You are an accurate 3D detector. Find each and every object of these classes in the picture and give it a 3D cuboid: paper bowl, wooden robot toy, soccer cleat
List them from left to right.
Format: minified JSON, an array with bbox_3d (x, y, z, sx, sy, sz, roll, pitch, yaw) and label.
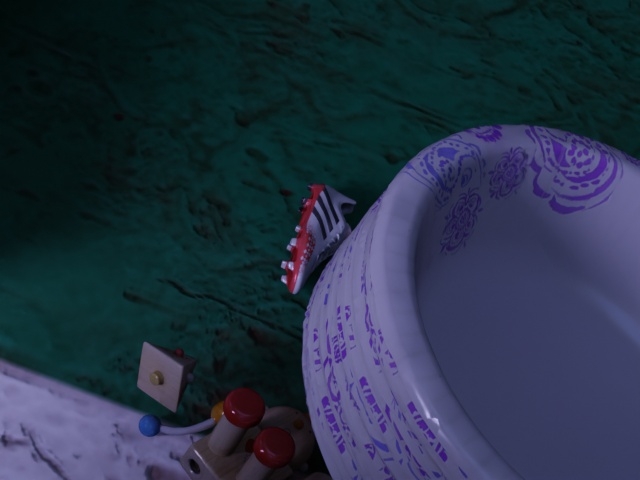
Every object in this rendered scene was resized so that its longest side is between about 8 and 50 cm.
[{"bbox_3d":[-0.021,0.113,0.797,0.079,0.076,0.173,-25,70,-46],"label":"wooden robot toy"},{"bbox_3d":[0.000,0.000,0.905,0.036,0.029,0.083,20,48,-5],"label":"soccer cleat"},{"bbox_3d":[0.122,0.088,0.810,0.284,0.148,0.284,17,49,-21],"label":"paper bowl"}]
